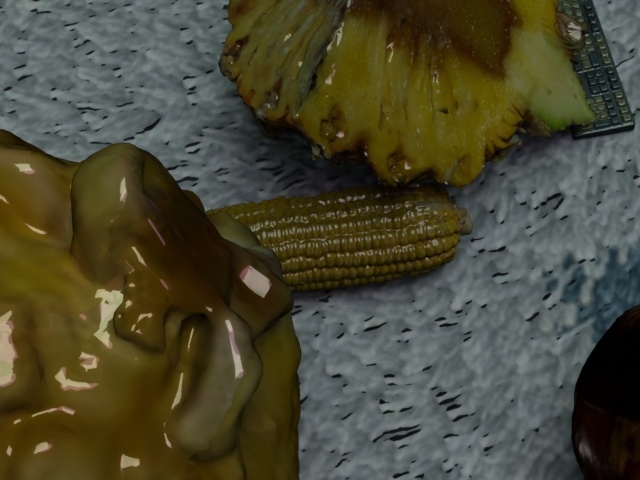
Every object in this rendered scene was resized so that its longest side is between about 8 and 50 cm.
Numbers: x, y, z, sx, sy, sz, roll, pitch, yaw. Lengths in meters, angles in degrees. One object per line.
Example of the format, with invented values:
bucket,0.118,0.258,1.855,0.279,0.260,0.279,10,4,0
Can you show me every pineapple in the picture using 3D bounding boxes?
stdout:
pineapple,0.068,-0.159,1.424,0.286,0.209,0.344,36,68,-36

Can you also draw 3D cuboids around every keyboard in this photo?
keyboard,0.218,-0.167,1.495,0.055,0.014,0.176,-11,65,-6

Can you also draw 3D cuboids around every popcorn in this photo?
popcorn,-0.179,0.114,1.141,0.354,0.344,0.390,-9,109,-17

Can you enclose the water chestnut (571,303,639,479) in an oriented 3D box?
water chestnut,0.300,0.173,1.205,0.300,0.300,0.300,2,64,-3

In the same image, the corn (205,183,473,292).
corn,0.000,0.000,1.363,0.238,0.080,0.080,-6,65,-4
